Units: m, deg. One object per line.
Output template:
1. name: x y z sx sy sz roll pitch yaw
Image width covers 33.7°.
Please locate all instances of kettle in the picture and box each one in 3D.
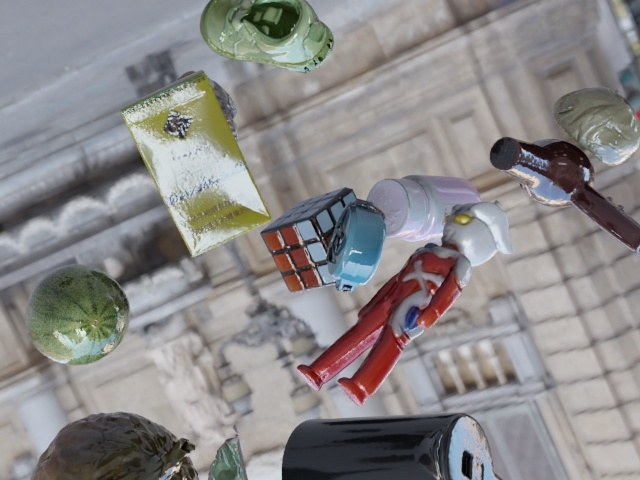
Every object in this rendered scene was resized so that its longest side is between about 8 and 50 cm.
1. kettle: 0.128 0.411 1.758 0.308 0.262 0.203 -11 -153 32

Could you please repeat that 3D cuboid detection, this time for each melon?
1. melon: -0.331 0.101 1.437 0.139 0.139 0.192 -27 -167 -23

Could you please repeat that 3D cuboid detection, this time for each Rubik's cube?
1. Rubik's cube: 0.000 0.000 2.244 0.160 0.163 0.162 -16 -167 42

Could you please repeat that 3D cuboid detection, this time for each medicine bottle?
1. medicine bottle: 0.228 -0.070 2.322 0.254 0.152 0.152 -1 167 -44

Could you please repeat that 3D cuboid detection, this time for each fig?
1. fig: -0.279 0.381 1.594 0.286 0.286 0.369 -29 175 -39

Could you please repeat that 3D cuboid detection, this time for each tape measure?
1. tape measure: 0.057 0.010 1.661 0.081 0.146 0.125 14 -147 -10

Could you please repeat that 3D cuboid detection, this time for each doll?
1. doll: 0.137 0.075 1.492 0.384 0.099 0.188 -43 -160 -21

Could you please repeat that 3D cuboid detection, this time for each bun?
1. bun: 0.512 -0.220 1.917 0.113 0.166 0.173 -49 174 21

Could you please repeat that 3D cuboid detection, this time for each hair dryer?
1. hair dryer: 0.468 -0.058 1.825 0.123 0.340 0.312 -55 152 17

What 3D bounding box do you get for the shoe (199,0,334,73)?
1. shoe: -0.095 -0.389 1.865 0.140 0.262 0.128 -56 156 -23

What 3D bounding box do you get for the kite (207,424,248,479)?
1. kite: -0.099 0.313 0.880 0.013 0.268 0.323 -14 -142 36

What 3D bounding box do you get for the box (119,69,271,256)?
1. box: -0.205 -0.125 1.761 0.153 0.279 0.041 -26 -162 -5

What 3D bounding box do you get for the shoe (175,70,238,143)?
1. shoe: -0.217 -0.255 2.109 0.089 0.180 0.092 -32 178 25
